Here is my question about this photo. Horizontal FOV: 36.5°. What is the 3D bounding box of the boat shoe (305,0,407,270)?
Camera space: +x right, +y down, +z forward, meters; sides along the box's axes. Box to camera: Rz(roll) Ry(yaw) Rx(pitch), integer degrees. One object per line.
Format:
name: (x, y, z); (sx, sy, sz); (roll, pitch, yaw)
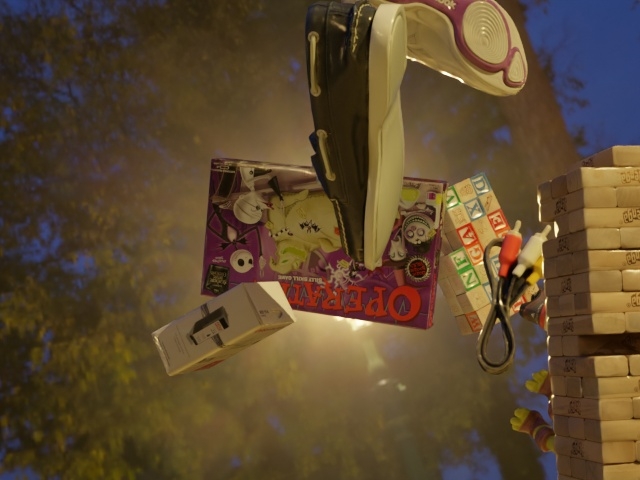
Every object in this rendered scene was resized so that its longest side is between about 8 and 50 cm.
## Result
boat shoe: (0.033, -0.103, 0.983); (0.091, 0.114, 0.303); (11, -54, 15)

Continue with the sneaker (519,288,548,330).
sneaker: (0.335, 0.081, 1.380); (0.158, 0.064, 0.061); (-15, -65, -49)

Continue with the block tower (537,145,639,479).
block tower: (0.250, 0.095, 0.814); (0.090, 0.336, 0.097); (-2, -7, -10)

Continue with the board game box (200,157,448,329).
board game box: (0.000, 0.000, 1.389); (0.346, 0.208, 0.056); (7, 11, 17)

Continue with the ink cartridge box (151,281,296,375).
ink cartridge box: (-0.110, 0.100, 1.125); (0.135, 0.056, 0.099); (-29, -12, 19)

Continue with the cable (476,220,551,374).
cable: (0.321, 0.089, 1.695); (0.287, 0.139, 0.072); (-58, -22, -25)

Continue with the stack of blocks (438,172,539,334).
stack of blocks: (0.322, 0.028, 2.049); (0.171, 0.297, 0.087); (-24, -2, -27)

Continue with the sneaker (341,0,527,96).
sneaker: (0.163, -0.308, 1.404); (0.114, 0.305, 0.152); (-58, 7, -17)

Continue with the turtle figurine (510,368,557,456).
turtle figurine: (0.351, 0.275, 1.339); (0.087, 0.217, 0.270); (-3, -61, -14)
